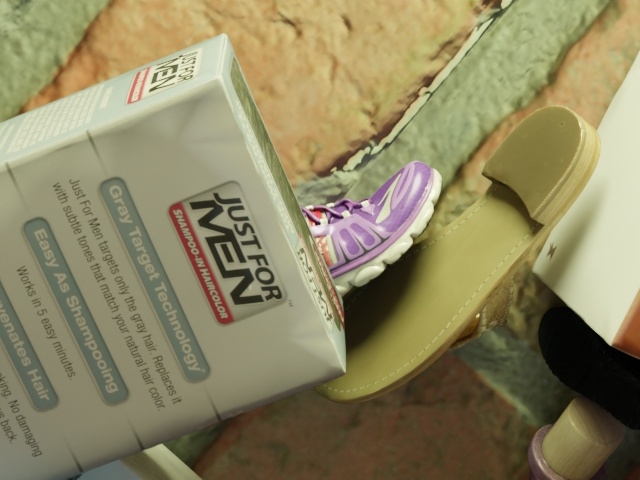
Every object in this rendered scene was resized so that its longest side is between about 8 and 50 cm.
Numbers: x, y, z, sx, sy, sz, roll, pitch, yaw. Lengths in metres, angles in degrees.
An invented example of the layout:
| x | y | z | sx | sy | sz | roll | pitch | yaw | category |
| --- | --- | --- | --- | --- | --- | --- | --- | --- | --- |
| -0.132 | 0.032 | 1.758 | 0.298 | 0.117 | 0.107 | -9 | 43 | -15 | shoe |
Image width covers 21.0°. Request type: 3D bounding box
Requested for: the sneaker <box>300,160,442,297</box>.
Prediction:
| x | y | z | sx | sy | sz | roll | pitch | yaw | category |
| --- | --- | --- | --- | --- | --- | --- | --- | --- | --- |
| 0.000 | 0.000 | 1.076 | 0.170 | 0.068 | 0.071 | -34 | 102 | 1 | sneaker |

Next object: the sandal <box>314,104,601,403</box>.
| x | y | z | sx | sy | sz | roll | pitch | yaw | category |
| --- | --- | --- | --- | --- | --- | --- | --- | --- | --- |
| 0.102 | 0.026 | 1.093 | 0.079 | 0.088 | 0.240 | 30 | 106 | -42 | sandal |

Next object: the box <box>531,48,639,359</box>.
| x | y | z | sx | sy | sz | roll | pitch | yaw | category |
| --- | --- | --- | --- | --- | --- | --- | --- | --- | --- |
| 0.345 | 0.010 | 1.086 | 0.345 | 0.168 | 0.215 | 22 | 100 | -15 | box |

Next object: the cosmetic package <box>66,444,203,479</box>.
| x | y | z | sx | sy | sz | roll | pitch | yaw | category |
| --- | --- | --- | --- | --- | --- | --- | --- | --- | --- |
| -0.071 | 0.208 | 1.101 | 0.060 | 0.099 | 0.239 | -45 | 107 | 3 | cosmetic package |

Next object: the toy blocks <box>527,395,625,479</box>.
| x | y | z | sx | sy | sz | roll | pitch | yaw | category |
| --- | --- | --- | --- | --- | --- | --- | --- | --- | --- |
| 0.205 | 0.301 | 1.142 | 0.289 | 0.309 | 0.260 | 24 | 133 | -4 | toy blocks |

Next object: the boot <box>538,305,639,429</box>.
| x | y | z | sx | sy | sz | roll | pitch | yaw | category |
| --- | --- | --- | --- | --- | --- | --- | --- | --- | --- |
| 0.213 | 0.085 | 1.135 | 0.099 | 0.121 | 0.045 | 1 | 120 | -40 | boot |

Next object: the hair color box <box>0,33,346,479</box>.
| x | y | z | sx | sy | sz | roll | pitch | yaw | category |
| --- | --- | --- | --- | --- | --- | --- | --- | --- | --- |
| -0.191 | 0.042 | 0.998 | 0.374 | 0.113 | 0.185 | -21 | 108 | 7 | hair color box |
